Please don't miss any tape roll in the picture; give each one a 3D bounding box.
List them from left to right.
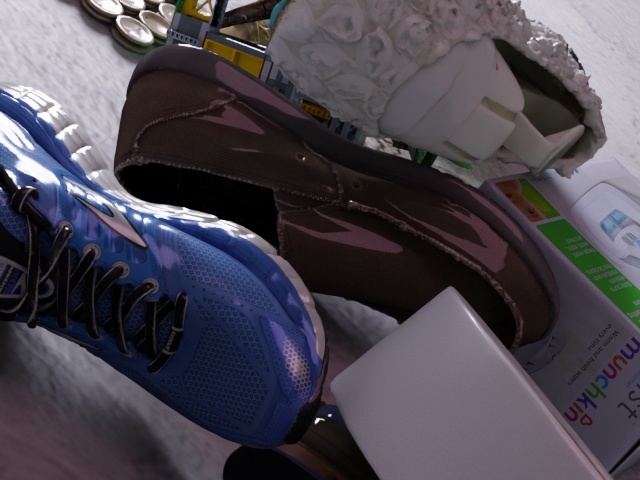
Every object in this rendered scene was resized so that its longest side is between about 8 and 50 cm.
[{"bbox_3d":[0.130,0.166,1.046,0.286,0.100,0.286,51,4,-4],"label":"tape roll"}]

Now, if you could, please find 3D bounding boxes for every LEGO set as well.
[{"bbox_3d":[0.037,-0.185,1.422,0.192,0.255,0.331,25,2,42],"label":"LEGO set"}]

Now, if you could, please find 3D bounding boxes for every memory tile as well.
[{"bbox_3d":[-0.162,-0.211,1.494,0.113,0.012,0.148,42,27,8],"label":"memory tile"}]

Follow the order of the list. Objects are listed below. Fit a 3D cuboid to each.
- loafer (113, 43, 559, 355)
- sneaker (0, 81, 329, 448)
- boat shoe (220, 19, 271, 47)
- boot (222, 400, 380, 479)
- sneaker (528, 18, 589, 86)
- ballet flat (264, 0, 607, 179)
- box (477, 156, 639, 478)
[{"bbox_3d":[0.000,0.000,1.272,0.366,0.134,0.130,28,55,1],"label":"loafer"},{"bbox_3d":[-0.144,0.026,1.026,0.330,0.130,0.147,33,25,19],"label":"sneaker"},{"bbox_3d":[-0.061,-0.186,1.528,0.135,0.045,0.050,-18,76,-57],"label":"boat shoe"},{"bbox_3d":[0.051,0.181,1.073,0.219,0.082,0.106,40,30,8],"label":"boot"},{"bbox_3d":[0.138,-0.173,1.711,0.286,0.109,0.130,20,37,-13],"label":"sneaker"},{"bbox_3d":[0.116,-0.115,1.263,0.147,0.147,0.409,49,21,21],"label":"ballet flat"},{"bbox_3d":[0.237,0.060,1.431,0.231,0.127,0.262,46,28,20],"label":"box"}]
